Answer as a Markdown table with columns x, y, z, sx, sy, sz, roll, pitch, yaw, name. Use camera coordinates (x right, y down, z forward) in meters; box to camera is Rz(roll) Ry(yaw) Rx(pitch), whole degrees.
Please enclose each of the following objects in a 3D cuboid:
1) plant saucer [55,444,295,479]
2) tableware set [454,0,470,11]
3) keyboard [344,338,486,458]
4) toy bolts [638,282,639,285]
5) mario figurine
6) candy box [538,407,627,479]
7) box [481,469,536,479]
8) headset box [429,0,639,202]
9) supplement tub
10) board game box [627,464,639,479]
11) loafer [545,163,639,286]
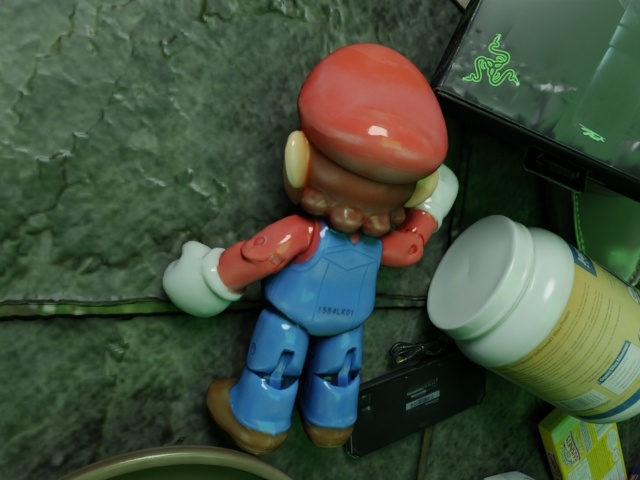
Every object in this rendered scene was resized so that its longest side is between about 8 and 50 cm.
| x | y | z | sx | sy | sz | roll | pitch | yaw | name |
| --- | --- | --- | --- | --- | --- | --- | --- | --- | --- |
| -0.132 | 0.267 | 0.435 | 0.278 | 0.041 | 0.277 | -8 | 114 | -19 | plant saucer |
| 0.113 | -0.306 | 0.488 | 0.194 | 0.039 | 0.128 | 28 | 91 | -29 | tableware set |
| 0.100 | 0.146 | 0.578 | 0.180 | 0.023 | 0.108 | -14 | 111 | -26 | keyboard |
| 0.405 | -0.055 | 0.628 | 0.158 | 0.218 | 0.228 | -37 | 148 | -23 | toy bolts |
| 0.000 | 0.000 | 0.467 | 0.198 | 0.170 | 0.320 | -10 | 119 | -63 | mario figurine |
| 0.340 | 0.278 | 0.715 | 0.105 | 0.027 | 0.205 | -33 | 117 | -17 | candy box |
| 0.237 | 0.355 | 0.626 | 0.072 | 0.126 | 0.137 | 4 | 96 | -27 | box |
| 0.246 | -0.176 | 0.445 | 0.247 | 0.131 | 0.282 | 26 | 101 | 0 | headset box |
| 0.221 | 0.076 | 0.547 | 0.200 | 0.144 | 0.144 | 30 | 84 | -15 | supplement tub |
| 0.484 | 0.403 | 0.758 | 0.194 | 0.060 | 0.194 | -9 | 84 | -49 | board game box |
| 0.300 | -0.093 | 0.578 | 0.112 | 0.111 | 0.319 | -8 | 101 | 4 | loafer |
